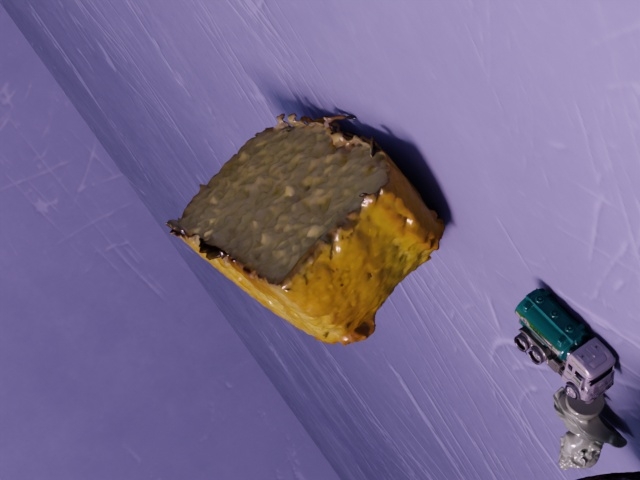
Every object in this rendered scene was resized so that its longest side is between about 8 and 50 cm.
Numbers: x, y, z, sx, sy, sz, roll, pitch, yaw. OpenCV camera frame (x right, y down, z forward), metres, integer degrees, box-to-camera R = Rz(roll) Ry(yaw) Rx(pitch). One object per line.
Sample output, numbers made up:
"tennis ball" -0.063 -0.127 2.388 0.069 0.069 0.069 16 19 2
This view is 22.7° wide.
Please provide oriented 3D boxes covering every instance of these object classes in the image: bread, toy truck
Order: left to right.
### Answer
"bread" 0.004 -0.001 1.288 0.147 0.160 0.261 49 165 -28
"toy truck" 0.176 0.074 1.146 0.083 0.039 0.044 46 155 28

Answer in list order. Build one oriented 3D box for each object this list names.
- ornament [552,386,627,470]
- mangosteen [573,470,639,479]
"ornament" 0.208 0.146 1.254 0.068 0.041 0.092 26 145 52
"mangosteen" 0.220 0.288 1.072 0.311 0.311 0.311 48 169 12
